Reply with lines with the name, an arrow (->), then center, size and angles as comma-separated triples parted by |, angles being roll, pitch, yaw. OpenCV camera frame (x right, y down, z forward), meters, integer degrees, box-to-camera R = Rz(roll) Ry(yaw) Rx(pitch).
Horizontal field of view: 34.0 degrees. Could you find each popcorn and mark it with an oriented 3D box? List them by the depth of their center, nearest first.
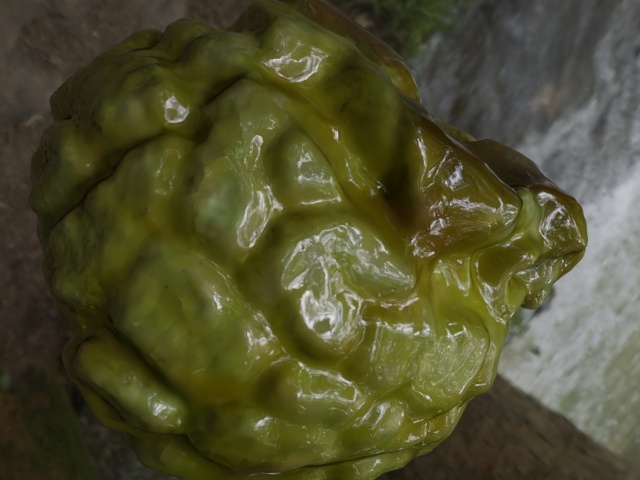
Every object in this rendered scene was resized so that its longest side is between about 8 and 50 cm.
popcorn -> 0.000, 0.000, 0.490 | 0.252, 0.206, 0.236 | -20, 98, -11
